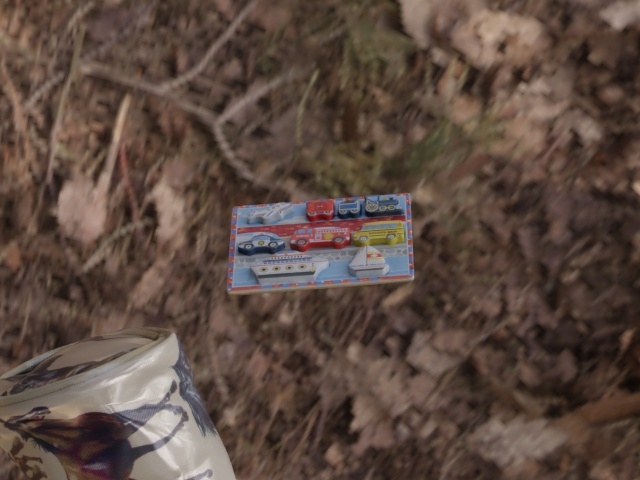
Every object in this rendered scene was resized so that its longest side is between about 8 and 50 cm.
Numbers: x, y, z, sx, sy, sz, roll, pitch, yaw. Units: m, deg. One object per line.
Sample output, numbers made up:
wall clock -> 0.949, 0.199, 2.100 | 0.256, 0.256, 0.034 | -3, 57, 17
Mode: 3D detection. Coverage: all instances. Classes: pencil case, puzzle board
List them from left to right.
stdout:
pencil case -> -0.134, 0.259, 1.501 | 0.183, 0.160, 0.410 | -24, 105, -12
puzzle board -> 0.000, 0.000, 1.304 | 0.128, 0.011, 0.096 | -5, 37, 4
